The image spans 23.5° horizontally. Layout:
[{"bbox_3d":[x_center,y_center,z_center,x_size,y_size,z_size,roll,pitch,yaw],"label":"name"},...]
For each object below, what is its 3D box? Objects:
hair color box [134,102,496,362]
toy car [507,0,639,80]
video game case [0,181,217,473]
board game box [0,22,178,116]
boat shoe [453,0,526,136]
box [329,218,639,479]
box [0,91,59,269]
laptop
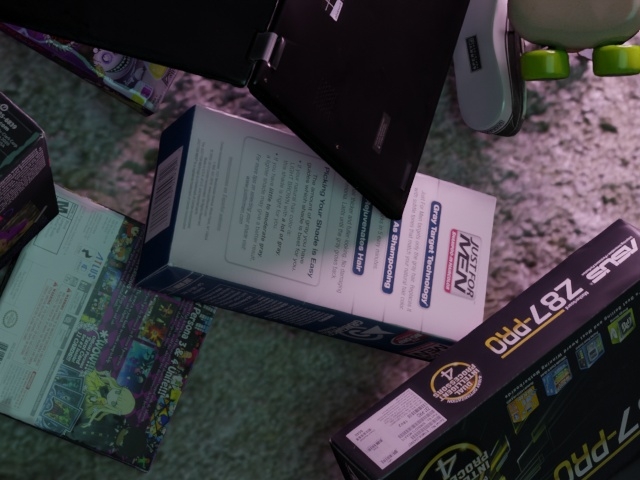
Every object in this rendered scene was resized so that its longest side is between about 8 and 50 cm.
[{"bbox_3d":[0.000,0.000,1.569,0.347,0.105,0.173,16,70,-22],"label":"hair color box"},{"bbox_3d":[0.287,-0.249,1.674,0.149,0.188,0.155,-2,91,16],"label":"toy car"},{"bbox_3d":[-0.224,0.088,1.548,0.210,0.042,0.232,25,81,-18],"label":"video game case"},{"bbox_3d":[-0.179,-0.326,1.571,0.208,0.056,0.346,29,80,-13],"label":"board game box"},{"bbox_3d":[0.184,-0.220,1.690,0.070,0.078,0.219,9,76,-52],"label":"boat shoe"},{"bbox_3d":[0.222,0.210,1.607,0.395,0.097,0.318,-35,133,-17],"label":"box"},{"bbox_3d":[-0.342,-0.062,1.372,0.165,0.270,0.143,43,75,3],"label":"box"},{"bbox_3d":[-0.061,-0.280,1.539,0.408,0.236,0.382,40,61,-44],"label":"laptop"}]
